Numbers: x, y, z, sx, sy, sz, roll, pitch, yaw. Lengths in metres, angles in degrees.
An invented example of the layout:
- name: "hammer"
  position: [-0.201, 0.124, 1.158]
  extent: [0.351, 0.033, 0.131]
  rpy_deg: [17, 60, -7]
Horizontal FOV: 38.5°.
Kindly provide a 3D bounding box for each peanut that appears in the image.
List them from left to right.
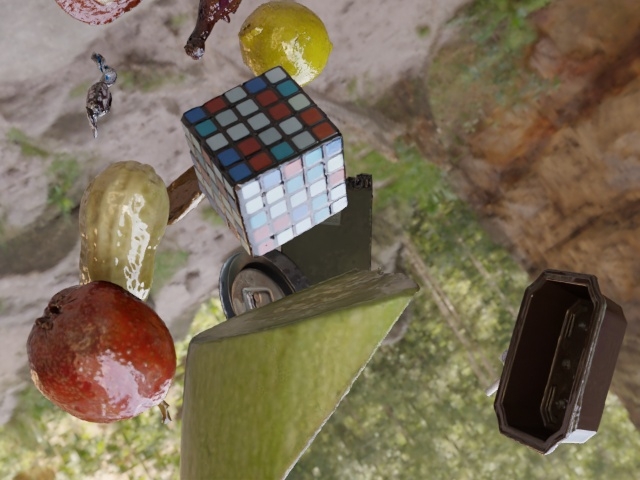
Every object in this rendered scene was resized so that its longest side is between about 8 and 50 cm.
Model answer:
- name: "peanut"
  position: [-0.318, 0.010, 1.464]
  extent: [0.147, 0.147, 0.306]
  rpy_deg: [-19, 131, -43]

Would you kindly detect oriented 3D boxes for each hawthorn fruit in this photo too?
- name: "hawthorn fruit"
  position: [-0.303, 0.179, 1.345]
  extent: [0.205, 0.253, 0.205]
  rpy_deg: [-35, -153, 21]

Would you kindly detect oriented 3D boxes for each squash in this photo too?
- name: "squash"
  position: [-0.022, 0.120, 0.633]
  extent: [0.204, 0.155, 0.237]
  rpy_deg: [-18, 180, -6]

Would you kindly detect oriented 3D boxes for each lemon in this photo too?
- name: "lemon"
  position: [-0.073, -0.385, 1.800]
  extent: [0.206, 0.173, 0.173]
  rpy_deg: [3, 143, -47]

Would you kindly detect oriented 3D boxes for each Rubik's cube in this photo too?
- name: "Rubik's cube"
  position: [-0.082, -0.119, 1.396]
  extent: [0.187, 0.184, 0.182]
  rpy_deg: [-31, 148, -16]

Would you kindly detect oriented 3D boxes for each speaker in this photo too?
- name: "speaker"
  position: [0.000, 0.000, 1.746]
  extent: [0.184, 0.254, 0.232]
  rpy_deg: [1, -179, -8]

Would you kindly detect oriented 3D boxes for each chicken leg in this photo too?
- name: "chicken leg"
  position: [-0.125, -0.300, 1.138]
  extent: [0.205, 0.053, 0.093]
  rpy_deg: [-58, 161, -54]

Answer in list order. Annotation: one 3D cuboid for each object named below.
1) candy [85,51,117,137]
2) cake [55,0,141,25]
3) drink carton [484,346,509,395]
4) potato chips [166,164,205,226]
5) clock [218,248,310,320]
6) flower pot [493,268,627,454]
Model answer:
- name: "candy"
  position: [-0.514, -0.337, 2.109]
  extent: [0.051, 0.226, 0.094]
  rpy_deg: [-15, 144, 16]
- name: "cake"
  position: [-0.329, -0.485, 1.470]
  extent: [0.283, 0.151, 0.177]
  rpy_deg: [-28, 148, 19]
- name: "drink carton"
  position: [0.342, 0.183, 1.462]
  extent: [0.200, 0.084, 0.074]
  rpy_deg: [-46, -168, 2]
- name: "potato chips"
  position: [-0.271, -0.098, 1.917]
  extent: [0.201, 0.049, 0.150]
  rpy_deg: [-37, -153, 13]
- name: "clock"
  position: [-0.091, 0.112, 1.612]
  extent: [0.042, 0.215, 0.215]
  rpy_deg: [-27, 165, -42]
- name: "flower pot"
  position: [0.346, 0.172, 1.287]
  extent: [0.084, 0.251, 0.179]
  rpy_deg: [17, 177, -22]
